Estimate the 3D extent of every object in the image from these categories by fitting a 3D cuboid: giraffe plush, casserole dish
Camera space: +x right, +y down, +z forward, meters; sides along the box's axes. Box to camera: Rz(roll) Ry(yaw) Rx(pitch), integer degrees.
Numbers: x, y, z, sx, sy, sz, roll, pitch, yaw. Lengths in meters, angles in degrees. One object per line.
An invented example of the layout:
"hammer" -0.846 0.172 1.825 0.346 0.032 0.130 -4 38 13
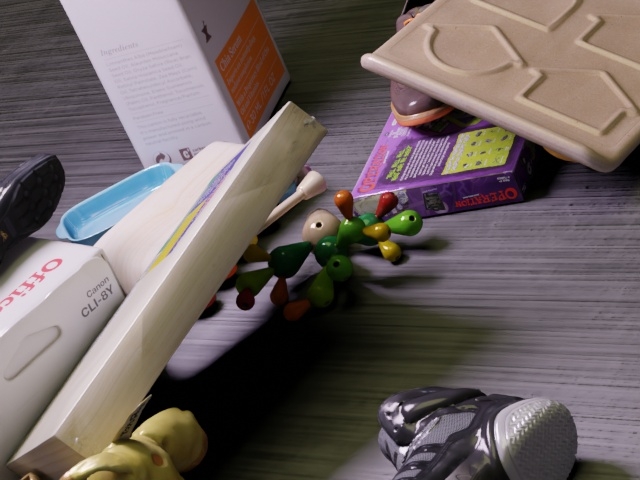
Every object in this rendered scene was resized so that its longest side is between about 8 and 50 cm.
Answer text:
"giraffe plush" -0.128 0.251 1.418 0.181 0.170 0.210 -37 -13 -33
"casserole dish" -0.253 -0.039 2.119 0.188 0.037 0.114 -29 29 -7

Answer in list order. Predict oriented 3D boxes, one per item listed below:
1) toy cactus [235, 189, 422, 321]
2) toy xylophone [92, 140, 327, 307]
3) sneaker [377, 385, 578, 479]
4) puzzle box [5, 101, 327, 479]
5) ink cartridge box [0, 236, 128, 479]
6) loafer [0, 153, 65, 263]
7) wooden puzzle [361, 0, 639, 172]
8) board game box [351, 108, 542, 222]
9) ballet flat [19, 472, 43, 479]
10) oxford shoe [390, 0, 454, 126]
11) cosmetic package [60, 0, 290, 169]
"toy cactus" 0.000 0.000 1.807 0.219 0.112 0.180 -32 18 4
"toy xylophone" -0.129 -0.014 1.929 0.323 0.081 0.236 -38 35 -25
"sneaker" 0.082 0.212 1.373 0.268 0.101 0.153 -33 28 -27
"puzzle box" -0.157 0.061 1.627 0.409 0.052 0.272 -56 8 -22
"ink cartridge box" -0.420 0.130 1.828 0.385 0.160 0.279 8 42 45
"loafer" -0.363 -0.021 1.791 0.078 0.076 0.223 7 43 31
"wooden puzzle" 0.268 -0.205 1.864 0.322 0.080 0.348 27 47 27
"board game box" 0.178 -0.144 1.956 0.208 0.056 0.347 -5 34 25
"ballet flat" -0.364 0.295 1.598 0.232 0.073 0.080 -27 28 -3
"oxford shoe" 0.121 -0.228 1.990 0.097 0.098 0.271 -16 29 14
"cosmetic package" -0.215 -0.334 2.148 0.161 0.453 0.230 -11 32 23
